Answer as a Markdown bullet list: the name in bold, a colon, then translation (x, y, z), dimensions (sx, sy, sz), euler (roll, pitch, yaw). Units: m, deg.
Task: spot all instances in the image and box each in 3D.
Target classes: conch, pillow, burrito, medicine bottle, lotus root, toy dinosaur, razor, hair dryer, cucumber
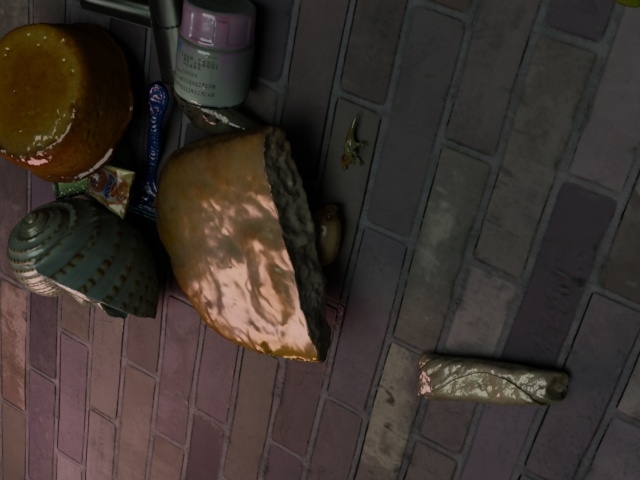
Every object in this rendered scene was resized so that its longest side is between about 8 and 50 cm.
- **conch**: translation (-0.453, 0.037, 1.860), dimensions (0.303, 0.319, 0.215), euler (18, 85, 43)
- **pillow**: translation (-0.168, -0.205, 1.650), dimensions (0.241, 0.051, 0.093), euler (29, 146, 4)
- **burrito**: translation (0.286, 0.242, 1.571), dimensions (0.275, 0.059, 0.082), euler (2, 98, 32)
- **medicine bottle**: translation (-0.177, -0.322, 1.557), dimensions (0.135, 0.135, 0.168), euler (26, 124, 21)
- **lotus root**: translation (0.000, 0.000, 1.639), dimensions (0.073, 0.062, 0.150), euler (28, 130, 15)
- **toy dinosaur**: translation (0.056, -0.159, 1.548), dimensions (0.041, 0.026, 0.113), euler (45, 140, 29)
- **razor**: translation (-0.323, -0.178, 1.762), dimensions (0.093, 0.056, 0.324), euler (18, 132, 0)
- **hair dryer**: translation (-0.345, -0.450, 1.602), dimensions (0.284, 0.155, 0.320), euler (18, 130, 13)
- **cucumber**: translation (-0.464, -0.159, 1.861), dimensions (0.193, 0.086, 0.115), euler (-11, 107, 30)

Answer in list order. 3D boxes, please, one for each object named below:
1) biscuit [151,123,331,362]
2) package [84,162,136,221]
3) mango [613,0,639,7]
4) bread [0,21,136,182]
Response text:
- **biscuit**: translation (-0.145, 0.016, 1.691), dimensions (0.446, 0.104, 0.429), euler (-4, 110, 50)
- **package**: translation (-0.411, -0.110, 1.795), dimensions (0.121, 0.031, 0.108), euler (31, 121, 21)
- **mango**: translation (0.342, -0.387, 1.204), dimensions (0.233, 0.111, 0.125), euler (42, 143, -6)
- **bread**: translation (-0.492, -0.263, 1.726), dimensions (0.312, 0.172, 0.312), euler (-2, 86, 23)
